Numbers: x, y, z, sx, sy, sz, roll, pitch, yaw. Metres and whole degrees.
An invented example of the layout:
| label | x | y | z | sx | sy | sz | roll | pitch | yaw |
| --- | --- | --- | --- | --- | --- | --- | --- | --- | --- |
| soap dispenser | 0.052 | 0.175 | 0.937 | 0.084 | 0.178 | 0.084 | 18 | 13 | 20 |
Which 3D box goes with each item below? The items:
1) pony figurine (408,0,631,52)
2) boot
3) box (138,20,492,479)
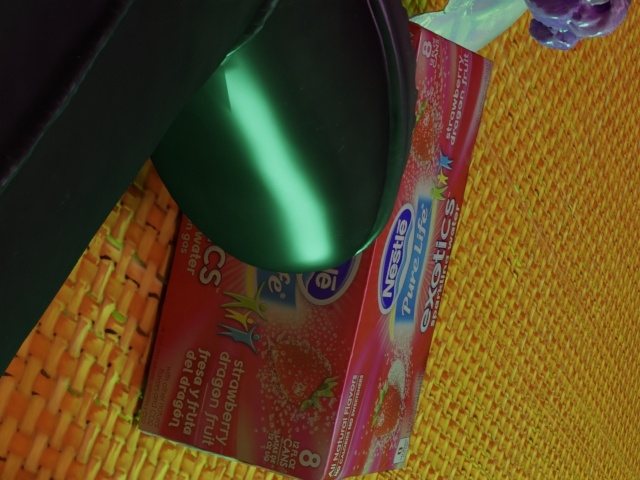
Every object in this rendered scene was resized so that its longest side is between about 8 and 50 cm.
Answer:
| label | x | y | z | sx | sy | sz | roll | pitch | yaw |
| --- | --- | --- | --- | --- | --- | --- | --- | --- | --- |
| pony figurine | 0.193 | -0.227 | 1.053 | 0.351 | 0.363 | 0.302 | -31 | 139 | -39 |
| boot | -0.091 | -0.022 | 0.592 | 0.445 | 0.146 | 0.367 | -67 | 152 | -50 |
| box | 0.000 | 0.000 | 0.931 | 0.128 | 0.123 | 0.256 | 8 | 95 | -66 |
